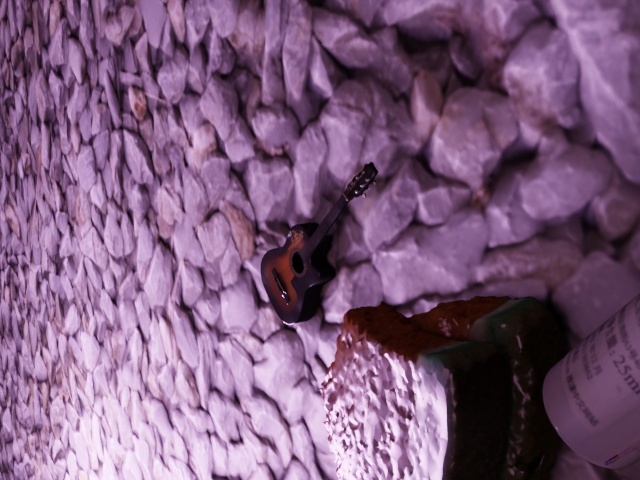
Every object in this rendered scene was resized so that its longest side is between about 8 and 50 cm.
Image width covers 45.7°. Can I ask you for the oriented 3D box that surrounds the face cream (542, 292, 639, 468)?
[{"bbox_3d":[0.233,0.036,0.421,0.082,0.082,0.269,61,140,26],"label":"face cream"}]

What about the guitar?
[{"bbox_3d":[0.000,0.000,0.781,0.233,0.025,0.088,-54,55,43],"label":"guitar"}]

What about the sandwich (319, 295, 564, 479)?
[{"bbox_3d":[0.085,0.153,0.624,0.212,0.109,0.292,56,137,30],"label":"sandwich"}]
